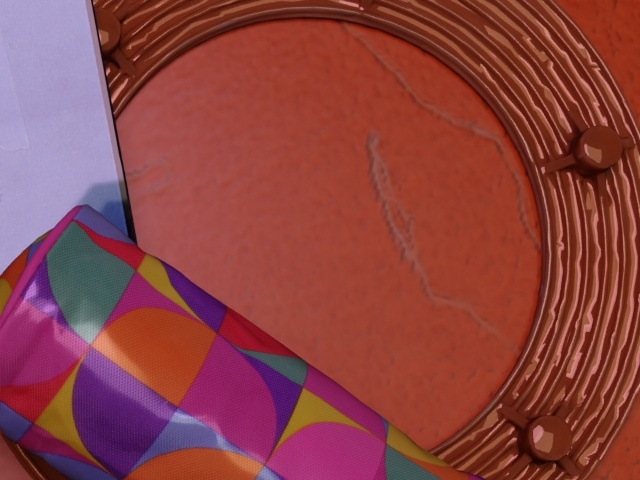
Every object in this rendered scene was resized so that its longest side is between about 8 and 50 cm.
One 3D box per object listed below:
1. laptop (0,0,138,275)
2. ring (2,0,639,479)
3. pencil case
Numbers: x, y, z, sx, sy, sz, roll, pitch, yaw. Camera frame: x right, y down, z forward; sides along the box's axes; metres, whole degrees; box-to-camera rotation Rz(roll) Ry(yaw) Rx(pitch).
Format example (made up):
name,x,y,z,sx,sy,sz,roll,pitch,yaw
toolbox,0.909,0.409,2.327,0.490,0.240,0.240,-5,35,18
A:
name,x,y,z,sx,sy,sz,roll,pitch,yaw
laptop,-0.290,-0.142,0.694,0.382,0.408,0.236,-11,52,-6
ring,0.000,0.000,0.840,0.337,0.032,0.336,2,80,-9
pencil case,-0.036,0.084,0.752,0.236,0.104,0.104,36,77,-11
